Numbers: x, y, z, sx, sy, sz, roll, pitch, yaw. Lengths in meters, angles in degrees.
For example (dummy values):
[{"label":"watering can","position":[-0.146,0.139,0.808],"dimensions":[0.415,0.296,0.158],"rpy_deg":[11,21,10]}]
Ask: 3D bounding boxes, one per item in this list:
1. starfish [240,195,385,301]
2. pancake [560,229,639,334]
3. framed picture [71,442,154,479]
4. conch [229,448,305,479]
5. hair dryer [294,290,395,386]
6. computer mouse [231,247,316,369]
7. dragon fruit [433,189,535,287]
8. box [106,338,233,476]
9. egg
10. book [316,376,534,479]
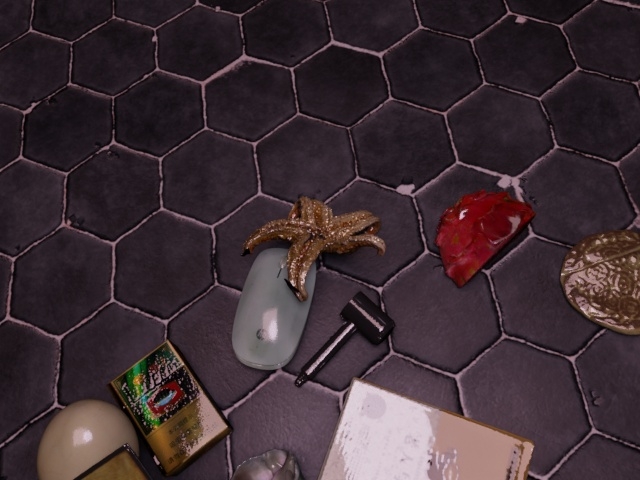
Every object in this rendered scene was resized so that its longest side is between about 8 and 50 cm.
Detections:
[{"label":"starfish","position":[0.002,0.004,1.281],"dimensions":[0.312,0.113,0.303],"rpy_deg":[11,41,22]},{"label":"pancake","position":[0.665,0.090,1.274],"dimensions":[0.250,0.031,0.249],"rpy_deg":[-2,66,4]},{"label":"framed picture","position":[-0.333,0.554,1.010],"dimensions":[0.255,0.014,0.338],"rpy_deg":[-35,90,14]},{"label":"conch","position":[-0.147,0.530,1.084],"dimensions":[0.277,0.195,0.220],"rpy_deg":[-36,47,14]},{"label":"hair dryer","position":[0.044,0.233,1.246],"dimensions":[0.114,0.070,0.248],"rpy_deg":[41,79,19]},{"label":"computer mouse","position":[-0.104,0.142,1.278],"dimensions":[0.160,0.097,0.288],"rpy_deg":[10,69,11]},{"label":"dragon fruit","position":[0.377,-0.032,1.298],"dimensions":[0.262,0.189,0.163],"rpy_deg":[-38,100,-15]},{"label":"box","position":[-0.317,0.352,1.218],"dimensions":[0.159,0.071,0.240],"rpy_deg":[-39,69,-9]},{"label":"egg","position":[-0.449,0.415,1.117],"dimensions":[0.186,0.241,0.186],"rpy_deg":[4,34,-3]},{"label":"book","position":[0.203,0.463,1.152],"dimensions":[0.389,0.032,0.268],"rpy_deg":[17,70,12]}]
